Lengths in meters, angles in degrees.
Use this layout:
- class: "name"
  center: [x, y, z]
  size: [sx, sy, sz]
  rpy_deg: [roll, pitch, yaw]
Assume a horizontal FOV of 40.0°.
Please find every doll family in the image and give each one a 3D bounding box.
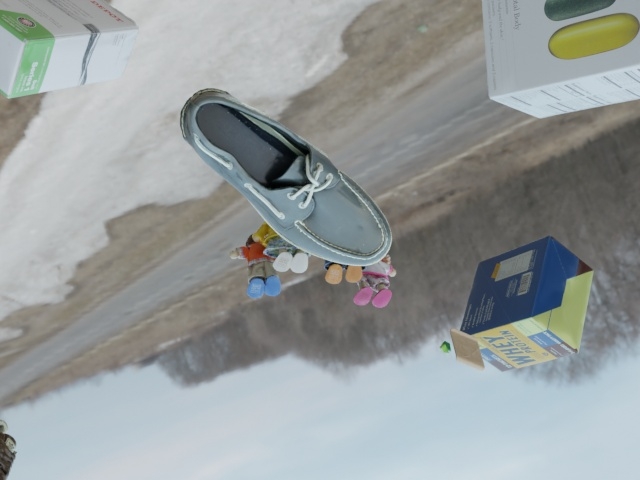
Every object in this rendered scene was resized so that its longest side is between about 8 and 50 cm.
- class: "doll family"
  center: [0.000, 0.000, 1.317]
  size: [0.263, 0.118, 0.163]
  rpy_deg: [7, -148, -11]

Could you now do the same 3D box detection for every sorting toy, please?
- class: "sorting toy"
  center: [0.214, 0.165, 1.355]
  size: [0.083, 0.062, 0.012]
  rpy_deg: [23, 130, -24]

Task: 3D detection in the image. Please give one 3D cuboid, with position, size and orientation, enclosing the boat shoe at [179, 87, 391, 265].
- class: "boat shoe"
  center: [-0.040, -0.072, 1.091]
  size: [0.116, 0.319, 0.099]
  rpy_deg: [-52, -172, -1]

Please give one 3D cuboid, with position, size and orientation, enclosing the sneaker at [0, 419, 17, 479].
- class: "sneaker"
  center: [-0.414, 0.269, 1.094]
  size: [0.071, 0.066, 0.188]
  rpy_deg: [-32, -155, -20]

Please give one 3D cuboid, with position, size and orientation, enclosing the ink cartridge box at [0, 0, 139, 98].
- class: "ink cartridge box"
  center: [-0.384, -0.284, 1.200]
  size: [0.219, 0.160, 0.092]
  rpy_deg: [-28, 150, -57]

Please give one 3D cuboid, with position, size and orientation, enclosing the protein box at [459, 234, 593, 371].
- class: "protein box"
  center: [0.409, 0.129, 1.756]
  size: [0.201, 0.136, 0.200]
  rpy_deg: [-28, -147, 51]

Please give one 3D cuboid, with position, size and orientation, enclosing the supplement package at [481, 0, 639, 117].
- class: "supplement package"
  center: [0.403, -0.315, 1.303]
  size: [0.262, 0.199, 0.198]
  rpy_deg: [-7, 173, 36]
